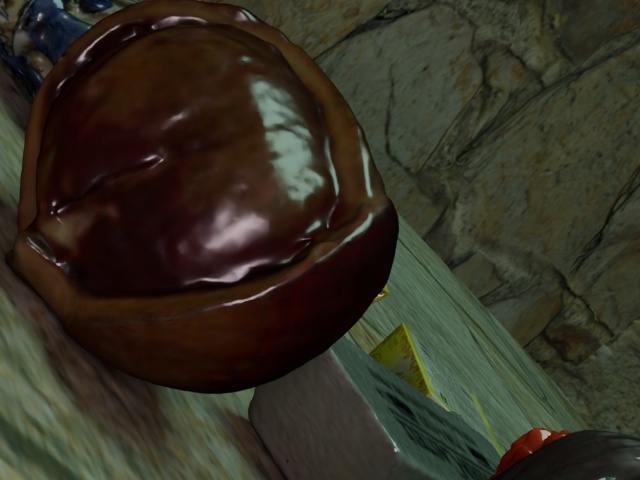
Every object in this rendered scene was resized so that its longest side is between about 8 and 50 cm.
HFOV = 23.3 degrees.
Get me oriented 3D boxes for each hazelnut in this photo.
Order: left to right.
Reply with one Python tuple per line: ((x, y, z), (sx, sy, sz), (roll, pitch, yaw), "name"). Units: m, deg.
((-0.053, -0.018, 0.728), (0.160, 0.170, 0.202), (44, -2, -34), "hazelnut")

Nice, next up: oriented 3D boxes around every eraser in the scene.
((0.062, 0.151, 0.950), (0.111, 0.077, 0.352), (53, 7, 32), "eraser")

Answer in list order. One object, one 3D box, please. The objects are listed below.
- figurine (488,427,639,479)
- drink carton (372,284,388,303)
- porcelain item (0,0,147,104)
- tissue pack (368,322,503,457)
((0.054, 0.132, 0.522), (0.246, 0.110, 0.138), (-12, 46, -43), "figurine")
((0.000, 0.000, 1.389), (0.074, 0.084, 0.200), (58, 1, -26), "drink carton")
((-0.104, -0.084, 1.048), (0.186, 0.138, 0.288), (34, 5, 22), "porcelain item")
((0.085, 0.141, 1.231), (0.095, 0.062, 0.176), (46, 8, -14), "tissue pack")
